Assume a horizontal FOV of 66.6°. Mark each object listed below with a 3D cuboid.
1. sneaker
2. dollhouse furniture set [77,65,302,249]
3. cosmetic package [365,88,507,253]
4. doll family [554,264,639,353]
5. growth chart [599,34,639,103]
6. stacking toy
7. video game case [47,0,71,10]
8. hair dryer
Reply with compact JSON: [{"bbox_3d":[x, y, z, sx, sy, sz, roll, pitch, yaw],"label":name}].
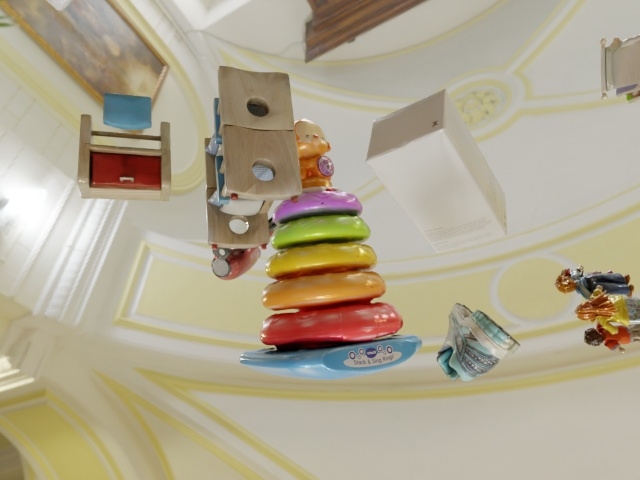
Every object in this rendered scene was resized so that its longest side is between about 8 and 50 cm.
[{"bbox_3d":[0.263,0.194,0.913,0.122,0.283,0.110,-45,-102,-1],"label":"sneaker"},{"bbox_3d":[-0.128,-0.072,0.454,0.129,0.183,0.129,131,-45,-61],"label":"dollhouse furniture set"},{"bbox_3d":[0.287,-0.146,1.163,0.196,0.365,0.155,-16,-137,33],"label":"cosmetic package"},{"bbox_3d":[0.624,0.123,1.096,0.163,0.118,0.263,-3,-141,2],"label":"doll family"},{"bbox_3d":[0.734,-0.390,1.086,0.237,0.021,0.172,11,-77,58],"label":"growth chart"},{"bbox_3d":[0.000,0.000,0.567,0.165,0.175,0.302,-19,-107,56],"label":"stacking toy"},{"bbox_3d":[-0.441,-0.504,0.673,0.036,0.300,0.329,-31,-139,21],"label":"video game case"},{"bbox_3d":[-0.161,0.021,1.183,0.223,0.080,0.293,-29,177,-19],"label":"hair dryer"}]
